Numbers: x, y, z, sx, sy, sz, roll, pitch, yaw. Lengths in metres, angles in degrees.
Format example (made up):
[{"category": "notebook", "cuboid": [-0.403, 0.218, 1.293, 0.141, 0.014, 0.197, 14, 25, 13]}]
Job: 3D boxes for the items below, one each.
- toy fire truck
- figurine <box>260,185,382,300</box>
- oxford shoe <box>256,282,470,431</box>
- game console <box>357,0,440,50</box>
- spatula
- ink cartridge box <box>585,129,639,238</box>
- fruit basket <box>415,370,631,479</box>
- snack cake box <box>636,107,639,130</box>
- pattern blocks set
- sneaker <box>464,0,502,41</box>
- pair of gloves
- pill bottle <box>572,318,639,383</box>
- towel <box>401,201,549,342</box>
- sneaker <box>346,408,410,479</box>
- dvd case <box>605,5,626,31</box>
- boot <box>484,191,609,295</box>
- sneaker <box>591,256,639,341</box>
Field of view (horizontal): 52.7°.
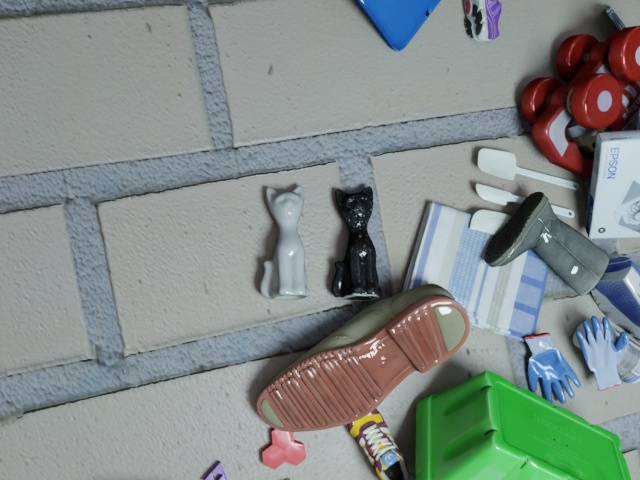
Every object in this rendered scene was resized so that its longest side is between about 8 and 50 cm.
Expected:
[{"category": "toy fire truck", "cuboid": [0.557, -0.255, 1.269, 0.302, 0.169, 0.254, -49, 115, -10]}, {"category": "figurine", "cuboid": [0.000, 0.000, 1.162, 0.214, 0.092, 0.210, 1, 78, -12]}, {"category": "oxford shoe", "cuboid": [0.069, 0.206, 1.140, 0.396, 0.146, 0.141, -27, 108, 5]}, {"category": "game console", "cuboid": [0.120, -0.561, 1.251, 0.250, 0.173, 0.293, 32, 78, 23]}, {"category": "spatula", "cuboid": [0.409, -0.079, 1.269, 0.241, 0.019, 0.168, 11, 75, -15]}, {"category": "ink cartridge box", "cuboid": [0.620, -0.103, 1.196, 0.223, 0.045, 0.223, -4, 127, 10]}, {"category": "fruit basket", "cuboid": [0.312, 0.463, 1.142, 0.391, 0.283, 0.392, 4, 124, 7]}, {"category": "snack cake box", "cuboid": [0.696, -0.179, 1.251, 0.152, 0.089, 0.264, -22, 127, -14]}, {"category": "pattern blocks set", "cuboid": [-0.085, 0.520, 1.129, 0.285, 0.026, 0.325, -31, 93, -13]}, {"category": "sneaker", "cuboid": [0.324, -0.479, 1.281, 0.071, 0.068, 0.170, -6, 96, -28]}, {"category": "pair of gloves", "cuboid": [0.489, 0.229, 1.229, 0.198, 0.023, 0.159, -18, 105, 14]}, {"category": "pill bottle", "cuboid": [0.572, 0.216, 1.268, 0.137, 0.078, 0.078, 33, 80, -8]}, {"category": "towel", "cuboid": [0.304, 0.063, 1.244, 0.284, 0.034, 0.209, 19, 80, -12]}, {"category": "sneaker", "cuboid": [0.106, 0.364, 1.152, 0.069, 0.084, 0.186, -33, 94, -13]}, {"category": "dvd case", "cuboid": [0.628, -0.431, 1.331, 0.013, 0.087, 0.119, -36, 97, 30]}, {"category": "boot", "cuboid": [0.436, 0.034, 1.236, 0.190, 0.076, 0.208, -47, 111, -5]}, {"category": "sneaker", "cuboid": [0.693, 0.121, 1.289, 0.315, 0.127, 0.182, 44, 75, -13]}]
